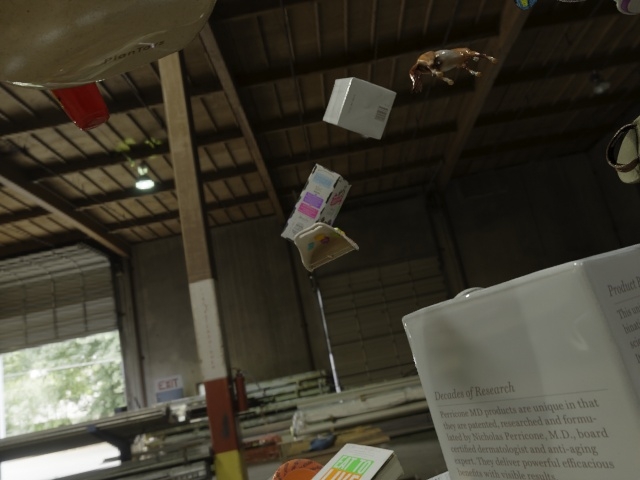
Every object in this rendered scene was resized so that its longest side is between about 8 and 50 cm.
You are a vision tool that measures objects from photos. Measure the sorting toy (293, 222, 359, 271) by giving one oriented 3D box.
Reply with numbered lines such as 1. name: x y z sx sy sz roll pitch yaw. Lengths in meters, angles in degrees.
1. sorting toy: 0.000 0.000 0.755 0.083 0.044 0.075 -26 -34 17

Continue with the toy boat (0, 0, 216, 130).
1. toy boat: -0.268 -0.238 0.572 0.268 0.148 0.318 -33 8 -33

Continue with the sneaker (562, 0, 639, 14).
1. sneaker: 0.558 -0.521 0.976 0.305 0.152 0.114 2 -16 -19

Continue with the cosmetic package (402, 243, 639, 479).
1. cosmetic package: 0.386 0.234 0.732 0.330 0.393 0.327 -7 -16 -33

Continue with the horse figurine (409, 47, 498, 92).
1. horse figurine: 0.346 -0.478 1.420 0.264 0.174 0.066 -19 -50 -13

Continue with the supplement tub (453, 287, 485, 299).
1. supplement tub: 0.434 0.226 1.267 0.191 0.191 0.272 -9 9 -7

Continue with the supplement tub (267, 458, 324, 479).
1. supplement tub: -0.066 0.670 1.211 0.194 0.193 0.315 -3 -55 -29

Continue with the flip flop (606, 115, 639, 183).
1. flip flop: 0.638 -0.187 1.074 0.080 0.112 0.277 -11 -10 21

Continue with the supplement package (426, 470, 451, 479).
1. supplement package: 0.316 0.677 1.259 0.203 0.149 0.194 -28 -50 10

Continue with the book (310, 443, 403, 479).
1. book: 0.022 0.317 0.650 0.144 0.035 0.096 -32 13 -39

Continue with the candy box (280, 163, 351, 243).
1. candy box: -0.006 -0.079 1.309 0.070 0.196 0.165 27 4 13

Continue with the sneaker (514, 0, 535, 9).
1. sneaker: 0.396 -0.561 1.075 0.067 0.188 0.078 -22 -8 -4

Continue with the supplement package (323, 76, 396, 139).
1. supplement package: 0.107 -0.390 1.527 0.134 0.138 0.244 16 13 -13
